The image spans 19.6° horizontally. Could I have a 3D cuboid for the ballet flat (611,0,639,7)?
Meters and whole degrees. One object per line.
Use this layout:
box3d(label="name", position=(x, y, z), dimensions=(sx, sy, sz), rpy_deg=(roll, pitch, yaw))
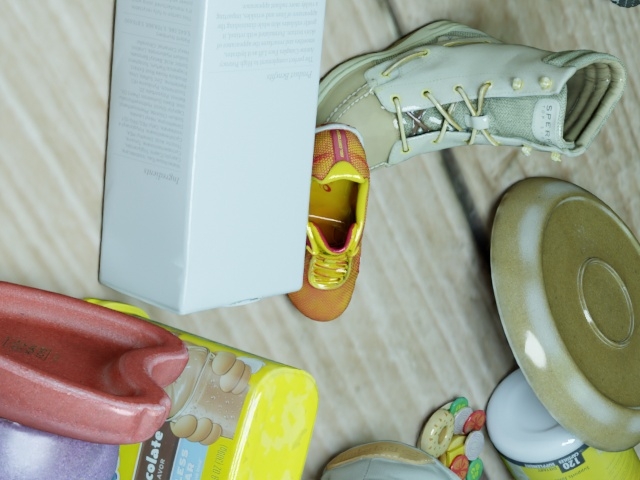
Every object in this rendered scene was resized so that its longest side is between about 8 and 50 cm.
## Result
box3d(label="ballet flat", position=(0.274, -0.391, 1.396), dimensions=(0.164, 0.182, 0.483), rpy_deg=(-35, 127, -40))

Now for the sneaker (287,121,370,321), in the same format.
box3d(label="sneaker", position=(0.000, 0.000, 1.257), dimensions=(0.175, 0.064, 0.067), rpy_deg=(91, -5, -47))

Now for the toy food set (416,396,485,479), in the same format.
box3d(label="toy food set", position=(0.106, 0.168, 1.504), dimensions=(0.082, 0.020, 0.083), rpy_deg=(-20, 117, -45))

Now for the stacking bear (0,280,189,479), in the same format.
box3d(label="stacking bear", position=(-0.200, 0.180, 1.038), dimensions=(0.175, 0.164, 0.289), rpy_deg=(-83, -168, -79))

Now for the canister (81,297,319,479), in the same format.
box3d(label="canister", position=(-0.092, 0.114, 1.130), dimensions=(0.073, 0.170, 0.126), rpy_deg=(14, 90, -51))

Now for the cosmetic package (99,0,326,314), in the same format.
box3d(label="cosmetic package", position=(-0.067, -0.079, 1.168), dimensions=(0.117, 0.085, 0.231), rpy_deg=(-8, 110, -48))

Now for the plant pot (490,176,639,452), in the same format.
box3d(label="plant pot", position=(0.223, 0.054, 1.507), dimensions=(0.236, 0.032, 0.236), rpy_deg=(27, 51, -39))

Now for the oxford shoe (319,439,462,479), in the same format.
box3d(label="oxford shoe", position=(0.083, 0.332, 1.443), dimensions=(0.130, 0.169, 0.449), rpy_deg=(-84, 163, -55))

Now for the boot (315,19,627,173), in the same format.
box3d(label="boot", position=(0.097, -0.087, 1.294), dimensions=(0.213, 0.165, 0.077), rpy_deg=(-35, 127, -38))

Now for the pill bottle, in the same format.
box3d(label="pill bottle", position=(0.216, 0.190, 1.577), dimensions=(0.103, 0.103, 0.184), rpy_deg=(-55, 136, -23))
